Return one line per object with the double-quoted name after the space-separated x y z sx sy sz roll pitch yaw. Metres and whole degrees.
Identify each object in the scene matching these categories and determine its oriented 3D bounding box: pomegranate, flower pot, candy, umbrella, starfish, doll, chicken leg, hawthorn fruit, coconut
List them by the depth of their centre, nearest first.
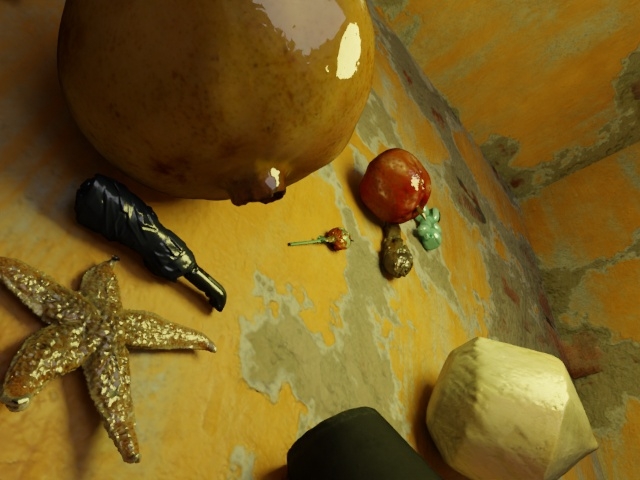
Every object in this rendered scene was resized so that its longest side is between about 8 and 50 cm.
-0.235 0.119 0.521 0.295 0.048 0.231 35 30 -39 "starfish"
-0.211 0.009 0.633 0.248 0.070 0.071 44 35 -33 "umbrella"
0.045 0.322 0.635 0.235 0.235 0.148 20 29 -47 "flower pot"
-0.125 -0.224 0.654 0.416 0.416 0.417 35 40 -36 "pomegranate"
0.389 0.355 0.968 0.328 0.328 0.329 35 40 -36 "coconut"
0.000 0.000 0.972 0.055 0.049 0.184 42 28 29 "candy"
0.199 -0.124 1.200 0.179 0.179 0.200 10 34 -52 "hawthorn fruit"
0.189 0.018 1.207 0.084 0.069 0.198 18 40 -17 "chicken leg"
0.325 -0.046 1.451 0.159 0.059 0.159 15 53 -52 "doll"
